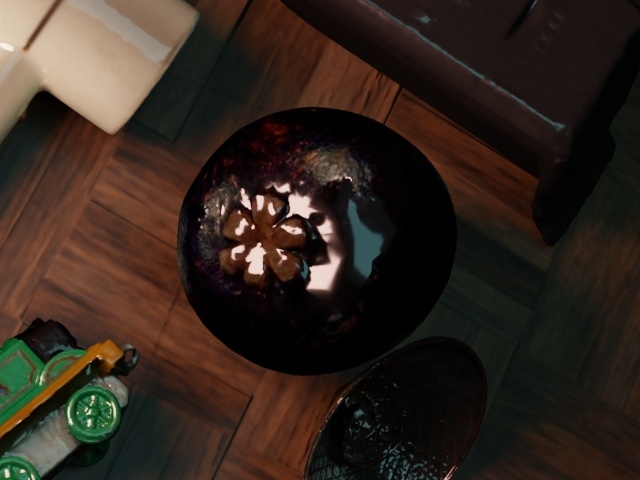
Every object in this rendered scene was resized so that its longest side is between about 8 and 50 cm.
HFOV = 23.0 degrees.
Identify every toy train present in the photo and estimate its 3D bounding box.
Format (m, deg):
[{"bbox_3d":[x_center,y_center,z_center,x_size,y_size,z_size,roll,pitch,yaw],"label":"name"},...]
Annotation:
[{"bbox_3d":[-0.238,0.137,1.191,0.136,0.091,0.228,44,65,5],"label":"toy train"}]

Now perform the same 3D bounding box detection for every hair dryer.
[{"bbox_3d":[-0.270,-0.093,1.231,0.203,0.128,0.362,35,74,-12],"label":"hair dryer"}]

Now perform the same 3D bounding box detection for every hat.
[{"bbox_3d":[0.042,0.146,1.300,0.193,0.082,0.193,-22,130,-29],"label":"hat"}]

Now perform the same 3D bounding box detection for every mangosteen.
[{"bbox_3d":[0.000,0.000,1.241,0.243,0.243,0.243,5,75,-21],"label":"mangosteen"}]

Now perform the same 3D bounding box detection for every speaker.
[{"bbox_3d":[0.113,-0.183,1.399,0.388,0.184,0.180,36,65,2],"label":"speaker"}]
